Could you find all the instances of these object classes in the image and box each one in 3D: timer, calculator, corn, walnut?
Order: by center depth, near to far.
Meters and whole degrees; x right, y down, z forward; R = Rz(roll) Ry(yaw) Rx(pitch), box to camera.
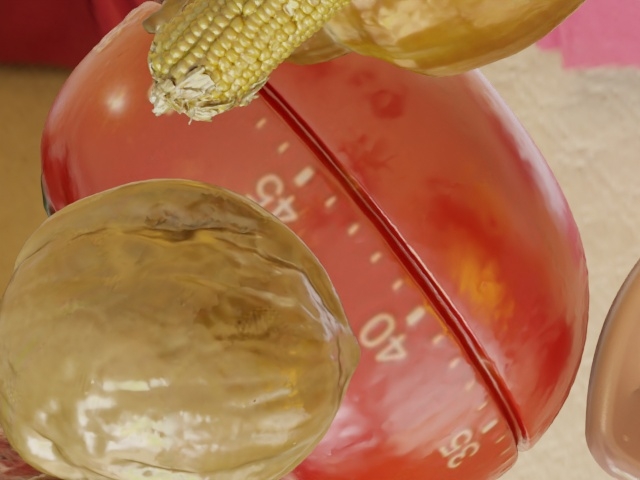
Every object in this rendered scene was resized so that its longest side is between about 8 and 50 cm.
[{"bbox_3d":[-0.012,-0.059,0.463,0.083,0.027,0.028,-39,41,11],"label":"corn"},{"bbox_3d":[-0.065,0.045,0.816,0.167,0.149,0.166,1,13,0],"label":"walnut"},{"bbox_3d":[0.000,0.000,1.180,0.279,0.378,0.378,-38,52,-7],"label":"timer"},{"bbox_3d":[0.360,0.129,1.689,0.220,0.048,0.329,26,49,0],"label":"calculator"}]

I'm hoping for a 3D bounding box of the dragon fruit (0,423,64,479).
[{"bbox_3d":[-0.296,0.202,1.028,0.314,0.296,0.263,33,110,55],"label":"dragon fruit"}]

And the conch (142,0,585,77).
[{"bbox_3d":[0.092,-0.135,0.620,0.330,0.109,0.093,-23,11,1],"label":"conch"}]
